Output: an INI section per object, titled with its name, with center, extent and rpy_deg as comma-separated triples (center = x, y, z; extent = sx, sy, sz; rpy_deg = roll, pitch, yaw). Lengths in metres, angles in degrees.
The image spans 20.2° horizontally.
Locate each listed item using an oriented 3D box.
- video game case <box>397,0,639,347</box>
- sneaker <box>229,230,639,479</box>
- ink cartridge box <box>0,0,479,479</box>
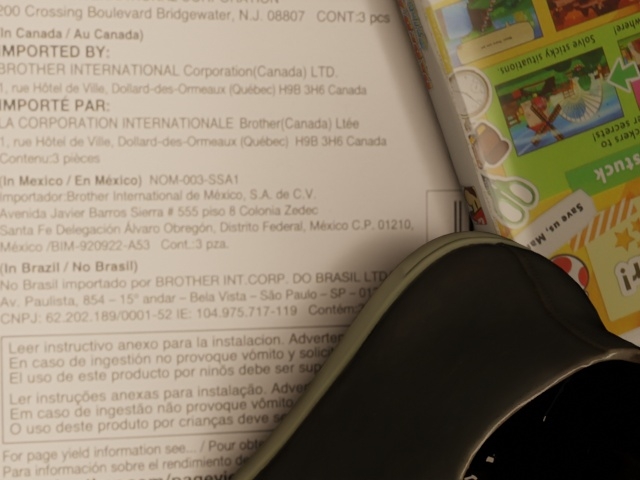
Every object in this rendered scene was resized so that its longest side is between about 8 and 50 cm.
[video game case]
center = 0.137, -0.089, 0.593
extent = 0.227, 0.026, 0.206
rpy_deg = -21, 97, -16
[sneaker]
center = 0.012, 0.104, 0.504
extent = 0.083, 0.118, 0.222
rpy_deg = 27, 95, -15
[ink cartridge box]
center = 0.000, 0.000, 0.643
extent = 0.270, 0.151, 0.395
rpy_deg = -1, 93, -16
